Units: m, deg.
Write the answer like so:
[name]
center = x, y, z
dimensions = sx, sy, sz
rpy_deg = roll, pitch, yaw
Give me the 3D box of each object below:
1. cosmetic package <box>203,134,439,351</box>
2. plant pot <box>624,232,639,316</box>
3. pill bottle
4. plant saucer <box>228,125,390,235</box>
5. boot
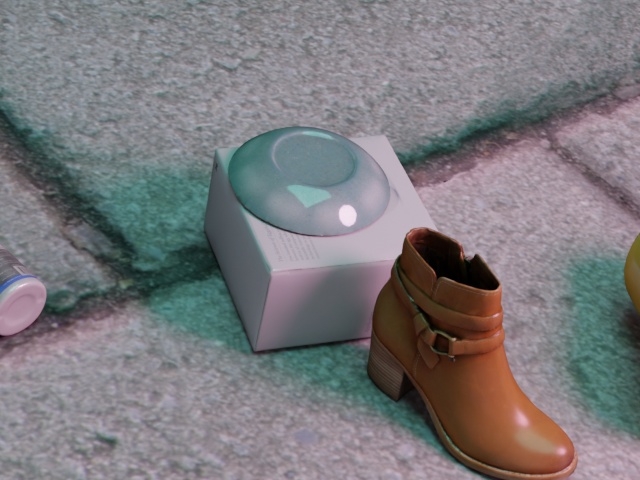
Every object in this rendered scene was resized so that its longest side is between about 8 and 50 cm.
[cosmetic package]
center = 0.000, 0.000, 1.981
dimensions = 0.225, 0.138, 0.224
rpy_deg = -4, 44, -21
[plant pot]
center = 0.488, 0.077, 1.962
dimensions = 0.254, 0.254, 0.239
rpy_deg = -4, 28, -19
[pill bottle]
center = -0.383, 0.040, 1.884
dimensions = 0.078, 0.078, 0.137
rpy_deg = -28, 55, -37
[plant saucer]
center = -0.010, -0.083, 1.941
dimensions = 0.195, 0.037, 0.195
rpy_deg = 7, 42, -6
[boot]
center = 0.181, 0.125, 1.825
dimensions = 0.283, 0.220, 0.109
rpy_deg = 37, 46, 25
